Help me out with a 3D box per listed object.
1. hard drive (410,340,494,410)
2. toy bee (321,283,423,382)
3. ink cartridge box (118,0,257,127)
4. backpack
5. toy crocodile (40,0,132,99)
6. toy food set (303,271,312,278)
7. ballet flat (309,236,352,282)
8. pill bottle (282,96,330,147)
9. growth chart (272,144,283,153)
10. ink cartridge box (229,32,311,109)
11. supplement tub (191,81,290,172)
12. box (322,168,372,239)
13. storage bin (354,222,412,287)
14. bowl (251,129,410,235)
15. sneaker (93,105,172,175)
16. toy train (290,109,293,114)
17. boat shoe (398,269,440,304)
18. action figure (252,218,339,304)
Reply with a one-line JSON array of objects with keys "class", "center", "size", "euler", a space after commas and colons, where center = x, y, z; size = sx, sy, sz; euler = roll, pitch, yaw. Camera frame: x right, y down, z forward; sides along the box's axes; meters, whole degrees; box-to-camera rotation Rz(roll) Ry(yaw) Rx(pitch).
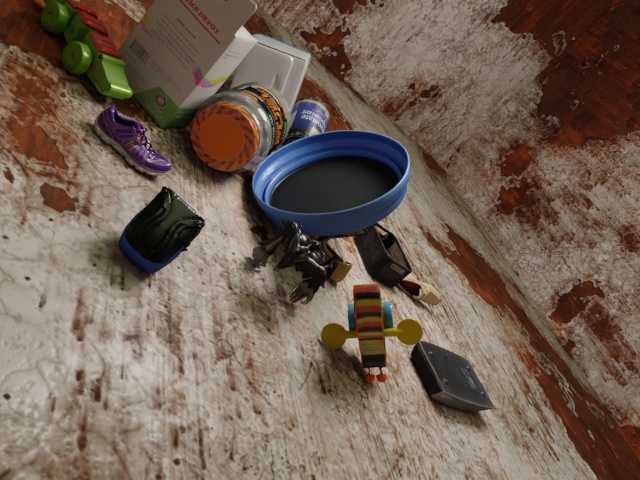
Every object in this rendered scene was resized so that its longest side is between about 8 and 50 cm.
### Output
[{"class": "hard drive", "center": [0.340, 0.359, 1.474], "size": [0.255, 0.054, 0.172], "euler": [27, 28, -41]}, {"class": "toy bee", "center": [0.120, 0.208, 1.190], "size": [0.298, 0.195, 0.162], "euler": [36, 46, -53]}, {"class": "ink cartridge box", "center": [-0.295, -0.454, 1.303], "size": [0.207, 0.353, 0.119], "euler": [49, 21, 4]}, {"class": "backpack", "center": [-0.263, -0.005, 0.926], "size": [0.098, 0.101, 0.120], "euler": [40, 54, -7]}, {"class": "toy crocodile", "center": [-0.502, -0.437, 1.227], "size": [0.340, 0.105, 0.115], "euler": [56, 23, 21]}, {"class": "toy food set", "center": [-0.022, 0.064, 1.363], "size": [0.082, 0.020, 0.083], "euler": [44, 21, -8]}, {"class": "ballet flat", "center": [0.000, 0.000, 1.444], "size": [0.232, 0.073, 0.080], "euler": [52, 21, 15]}, {"class": "pill bottle", "center": [-0.051, -0.332, 1.780], "size": [0.123, 0.123, 0.219], "euler": [35, 53, -29]}, {"class": "growth chart", "center": [-0.205, -0.330, 1.719], "size": [0.237, 0.021, 0.172], "euler": [39, 21, -21]}, {"class": "ink cartridge box", "center": [-0.157, -0.527, 1.817], "size": [0.197, 0.198, 0.270], "euler": [20, 21, -6]}, {"class": "supplement tub", "center": [-0.194, -0.283, 1.414], "size": [0.193, 0.193, 0.316], "euler": [43, 22, -9]}, {"class": "box", "center": [0.068, -0.095, 1.529], "size": [0.093, 0.158, 0.156], "euler": [48, 49, -37]}, {"class": "storage bin", "center": [0.187, 0.041, 1.712], "size": [0.122, 0.084, 0.180], "euler": [31, 25, -35]}, {"class": "bowl", "center": [0.028, -0.148, 1.406], "size": [0.391, 0.391, 0.077], "euler": [-103, -179, -53]}, {"class": "sneaker", "center": [-0.359, -0.192, 1.111], "size": [0.170, 0.071, 0.068], "euler": [40, 22, -19]}, {"class": "toy train", "center": [-0.097, -0.425, 2.021], "size": [0.105, 0.080, 0.184], "euler": [4, 48, -48]}, {"class": "boat shoe", "center": [0.300, 0.158, 1.758], "size": [0.170, 0.063, 0.059], "euler": [32, 27, -12]}, {"class": "action figure", "center": [-0.047, 0.049, 1.186], "size": [0.164, 0.141, 0.276], "euler": [53, 6, 10]}]
